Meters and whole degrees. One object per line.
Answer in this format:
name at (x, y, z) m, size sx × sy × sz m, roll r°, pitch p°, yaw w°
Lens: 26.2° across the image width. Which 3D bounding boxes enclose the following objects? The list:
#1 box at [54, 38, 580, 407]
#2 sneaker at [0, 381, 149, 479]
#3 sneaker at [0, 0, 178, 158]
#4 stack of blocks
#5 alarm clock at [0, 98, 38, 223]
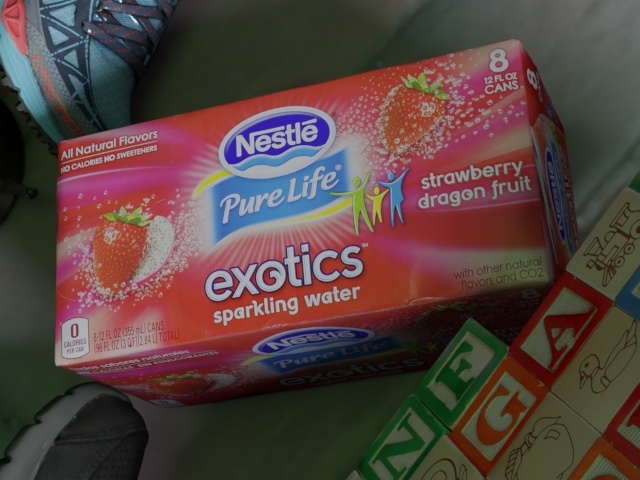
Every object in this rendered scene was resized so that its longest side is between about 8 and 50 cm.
box at (0.000, 0.000, 0.714) m, size 0.256 × 0.122 × 0.128 m, roll -10°, pitch 69°, yaw 18°
sneaker at (-0.129, 0.223, 0.668) m, size 0.139 × 0.125 × 0.341 m, roll 16°, pitch 48°, yaw -1°
sneaker at (-0.130, -0.163, 0.828) m, size 0.125 × 0.104 × 0.262 m, roll -15°, pitch 69°, yaw 14°
stack of blocks at (0.108, 0.096, 0.549) m, size 0.297 × 0.087 × 0.171 m, roll -54°, pitch 23°, yaw 4°
alarm clock at (-0.274, -0.042, 0.868) m, size 0.192 × 0.064 × 0.129 m, roll -24°, pitch 66°, yaw 16°
